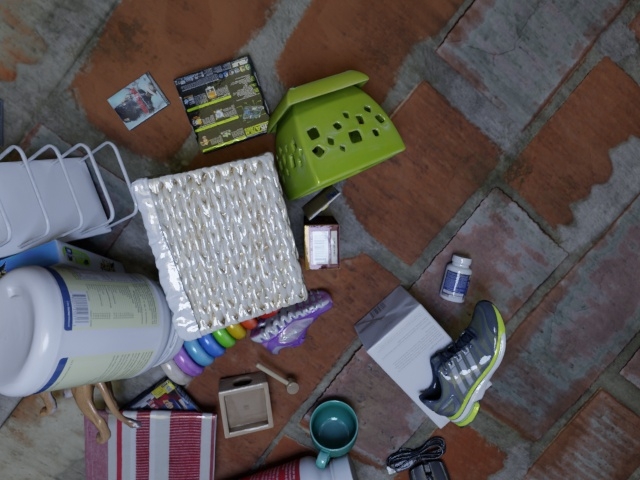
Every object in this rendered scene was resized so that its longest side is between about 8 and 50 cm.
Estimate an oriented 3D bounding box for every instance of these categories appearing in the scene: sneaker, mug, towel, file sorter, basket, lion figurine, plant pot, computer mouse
[{"bbox_3d":[0.322,0.274,0.936,0.122,0.111,0.299,18,93,-5],"label":"sneaker"},{"bbox_3d":[0.026,0.525,1.117,0.158,0.129,0.097,-29,144,-22],"label":"mug"},{"bbox_3d":[-0.444,0.554,1.082,0.330,0.037,0.236,4,100,-6],"label":"towel"},{"bbox_3d":[-0.560,-0.096,0.853,0.173,0.278,0.192,-16,95,32],"label":"file sorter"},{"bbox_3d":[-0.195,-0.008,0.909,0.267,0.328,0.330,-14,101,-4],"label":"basket"},{"bbox_3d":[-0.063,0.221,1.085,0.237,0.095,0.104,-31,108,7],"label":"sneaker"},{"bbox_3d":[-0.605,0.319,0.991,0.393,0.142,0.239,4,109,18],"label":"lion figurine"},{"bbox_3d":[0.013,-0.232,0.914,0.227,0.228,0.206,-25,96,-19],"label":"plant pot"},{"bbox_3d":[0.322,0.735,1.214,0.189,0.072,0.271,-21,101,-1],"label":"computer mouse"}]

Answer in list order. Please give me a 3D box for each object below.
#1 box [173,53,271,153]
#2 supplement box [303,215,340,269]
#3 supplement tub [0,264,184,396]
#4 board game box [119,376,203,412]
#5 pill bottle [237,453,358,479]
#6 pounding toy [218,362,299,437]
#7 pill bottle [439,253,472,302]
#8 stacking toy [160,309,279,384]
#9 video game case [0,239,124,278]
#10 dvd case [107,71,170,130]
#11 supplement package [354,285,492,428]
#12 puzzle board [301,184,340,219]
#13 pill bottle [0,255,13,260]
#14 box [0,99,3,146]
[{"bbox_3d":[-0.227,-0.324,0.989,0.191,0.045,0.184,-20,104,-1],"label":"box"},{"bbox_3d":[0.000,0.000,0.992,0.081,0.188,0.103,-1,100,-3],"label":"supplement box"},{"bbox_3d":[-0.471,0.179,0.857,0.236,0.325,0.235,-5,79,28],"label":"supplement tub"},{"bbox_3d":[-0.420,0.489,1.119,0.194,0.060,0.194,-36,102,3],"label":"board game box"},{"bbox_3d":[-0.091,0.730,1.102,0.409,0.229,0.228,-19,101,0],"label":"pill bottle"},{"bbox_3d":[-0.166,0.403,1.110,0.206,0.094,0.180,-8,96,-12],"label":"pounding toy"},{"bbox_3d":[0.366,0.100,1.101,0.067,0.067,0.120,10,100,-6],"label":"pill bottle"},{"bbox_3d":[-0.245,0.225,1.057,0.331,0.141,0.141,-31,101,-4],"label":"stacking toy"},{"bbox_3d":[-0.638,0.098,0.938,0.270,0.244,0.061,-20,73,0],"label":"video game case"},{"bbox_3d":[-0.436,-0.333,0.987,0.120,0.013,0.087,-32,101,1],"label":"dvd case"},{"bbox_3d":[0.259,0.297,1.074,0.178,0.175,0.293,-42,101,1],"label":"supplement package"},{"bbox_3d":[0.001,-0.095,1.006,0.096,0.128,0.011,-40,109,3],"label":"puzzle board"},{"bbox_3d":[-0.748,-0.010,0.953,0.272,0.152,0.152,-40,101,4],"label":"pill bottle"},{"bbox_3d":[-0.851,-0.281,0.919,0.204,0.103,0.114,7,99,-6],"label":"box"}]
